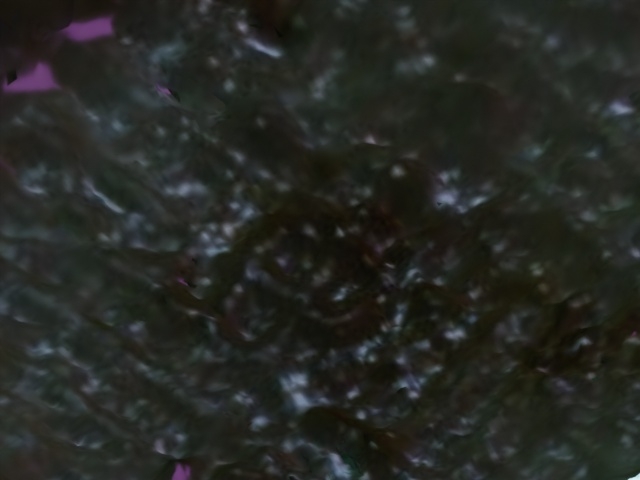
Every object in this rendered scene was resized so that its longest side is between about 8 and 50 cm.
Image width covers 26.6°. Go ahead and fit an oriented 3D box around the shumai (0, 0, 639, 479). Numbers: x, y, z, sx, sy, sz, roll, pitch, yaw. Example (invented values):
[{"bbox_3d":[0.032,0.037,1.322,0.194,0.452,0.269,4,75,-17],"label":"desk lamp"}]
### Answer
[{"bbox_3d":[0.004,-0.069,0.564,0.324,0.397,0.323,53,-168,-36],"label":"shumai"}]
